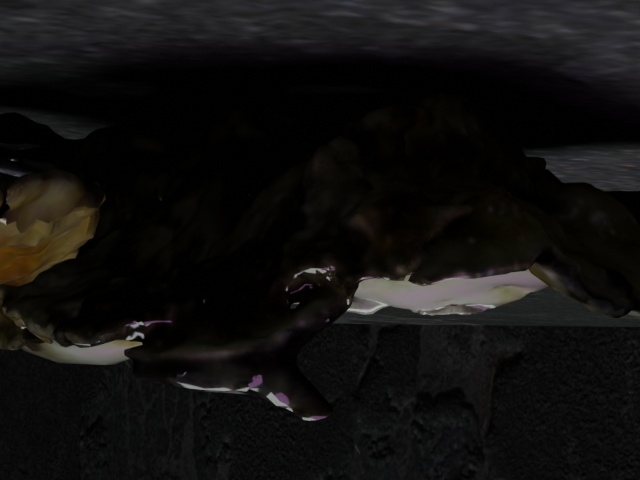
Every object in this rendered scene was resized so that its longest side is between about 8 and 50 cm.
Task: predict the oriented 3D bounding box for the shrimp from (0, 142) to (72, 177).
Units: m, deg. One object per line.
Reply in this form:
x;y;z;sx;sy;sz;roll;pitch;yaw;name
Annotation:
-0.143;-0.025;0.445;0.165;0.057;0.065;-1;169;8;shrimp

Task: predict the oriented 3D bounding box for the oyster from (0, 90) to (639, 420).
0.000;0.000;0.516;0.223;0.083;0.214;0;-178;-43;oyster

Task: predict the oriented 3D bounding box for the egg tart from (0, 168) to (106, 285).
-0.161;-0.021;0.296;0.252;0.098;0.232;2;171;-44;egg tart
